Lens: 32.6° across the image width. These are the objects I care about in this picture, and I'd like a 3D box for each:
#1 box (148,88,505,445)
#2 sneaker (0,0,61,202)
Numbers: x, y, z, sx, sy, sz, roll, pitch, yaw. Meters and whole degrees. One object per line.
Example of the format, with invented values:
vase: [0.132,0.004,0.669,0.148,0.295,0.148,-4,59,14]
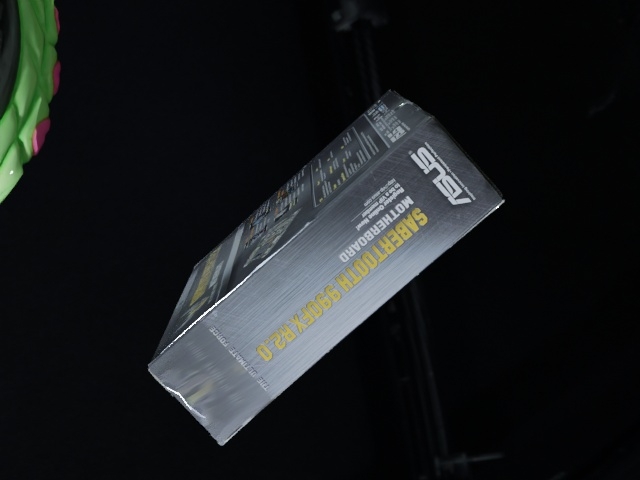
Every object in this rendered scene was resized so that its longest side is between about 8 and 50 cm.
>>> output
box: [0.000,0.000,0.619,0.183,0.231,0.056,-42,-82,6]
sneaker: [-0.287,-0.242,0.658,0.202,0.185,0.483,8,-122,-47]
